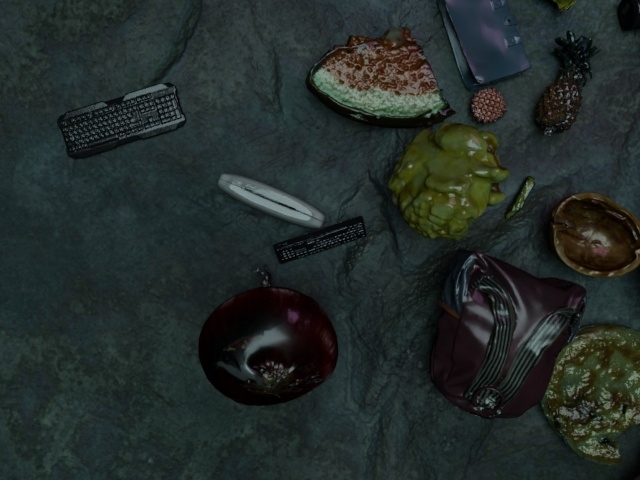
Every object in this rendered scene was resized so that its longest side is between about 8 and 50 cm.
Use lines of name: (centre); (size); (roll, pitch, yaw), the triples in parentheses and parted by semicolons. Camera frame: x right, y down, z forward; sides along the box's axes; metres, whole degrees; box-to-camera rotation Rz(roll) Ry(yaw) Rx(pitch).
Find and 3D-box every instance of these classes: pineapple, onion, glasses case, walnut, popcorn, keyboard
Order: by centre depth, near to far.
popcorn: (0.246, -0.112, 1.120); (0.195, 0.256, 0.255); (39, 132, -16)
onion: (-0.105, 0.193, 1.150); (0.273, 0.285, 0.273); (-5, 129, -6)
glasses case: (-0.101, -0.081, 1.183); (0.233, 0.092, 0.059); (22, 90, 0)
pineapple: (0.505, -0.320, 1.189); (0.103, 0.083, 0.221); (20, 89, -2)
walnut: (0.561, -0.005, 1.193); (0.211, 0.087, 0.167); (25, 84, -3)
keyboard: (0.001, 0.002, 1.197); (0.197, 0.074, 0.015); (-18, 57, -1)
keyboard: (-0.422, -0.255, 1.212); (0.262, 0.016, 0.106); (-17, 91, 0)

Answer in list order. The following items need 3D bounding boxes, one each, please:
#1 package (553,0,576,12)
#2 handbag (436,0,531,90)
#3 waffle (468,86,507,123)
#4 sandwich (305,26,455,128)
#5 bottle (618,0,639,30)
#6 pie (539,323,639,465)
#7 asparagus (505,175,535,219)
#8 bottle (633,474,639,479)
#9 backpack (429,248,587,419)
package: (0.519, -0.596, 1.179); (0.168, 0.090, 0.226); (39, 88, -3)
handbag: (0.345, -0.441, 1.203); (0.144, 0.057, 0.221); (-21, 90, -7)
waffle: (0.357, -0.287, 1.214); (0.083, 0.029, 0.075); (-24, 94, -3)
sandwich: (0.113, -0.330, 1.177); (0.292, 0.109, 0.212); (-5, 85, -3)
bottle: (0.759, -0.497, 1.193); (0.245, 0.072, 0.082); (-13, 82, 0)
pie: (0.606, 0.318, 1.212); (0.303, 0.067, 0.302); (0, 93, 0)
asparagus: (0.428, -0.090, 1.223); (0.025, 0.021, 0.108); (31, 91, -2)
bottle: (0.715, 0.527, 1.179); (0.148, 0.147, 0.236); (27, 87, -1)
backpack: (0.354, 0.199, 1.140); (0.283, 0.197, 0.317); (19, 92, -3)
